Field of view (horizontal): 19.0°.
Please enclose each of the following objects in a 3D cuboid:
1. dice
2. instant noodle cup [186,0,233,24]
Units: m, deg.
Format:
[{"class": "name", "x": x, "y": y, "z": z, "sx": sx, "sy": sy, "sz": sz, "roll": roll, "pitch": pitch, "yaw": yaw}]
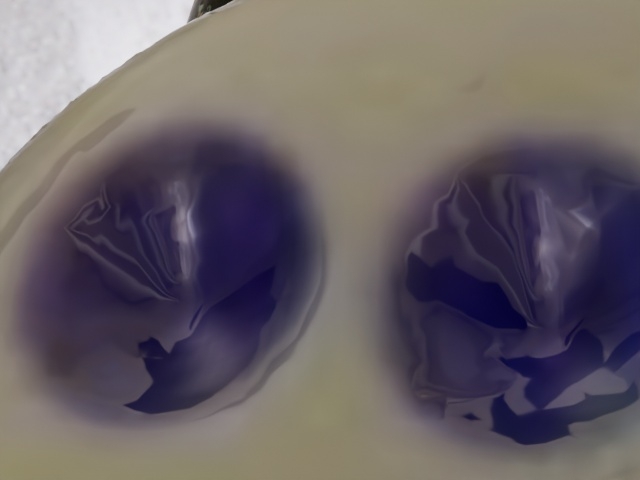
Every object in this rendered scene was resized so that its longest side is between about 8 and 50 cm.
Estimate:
[{"class": "dice", "x": 0.060, "y": 0.138, "z": 0.448, "sx": 0.304, "sy": 0.277, "sz": 0.304, "roll": 74, "pitch": 24, "yaw": -54}, {"class": "instant noodle cup", "x": 0.000, "y": 0.000, "z": 0.949, "sx": 0.255, "sy": 0.244, "sz": 0.244, "roll": -66, "pitch": 152, "yaw": -5}]
